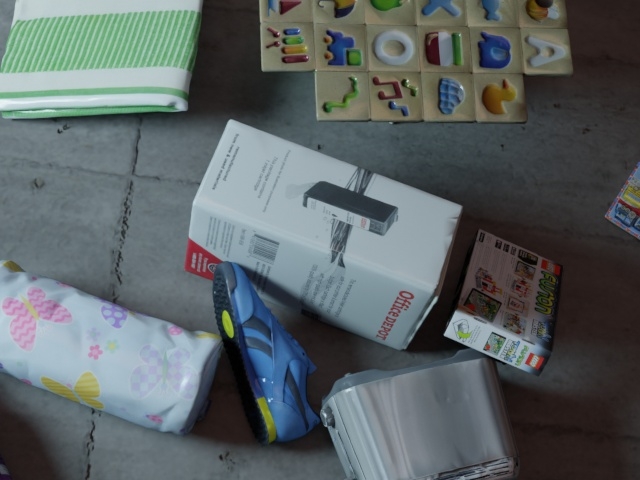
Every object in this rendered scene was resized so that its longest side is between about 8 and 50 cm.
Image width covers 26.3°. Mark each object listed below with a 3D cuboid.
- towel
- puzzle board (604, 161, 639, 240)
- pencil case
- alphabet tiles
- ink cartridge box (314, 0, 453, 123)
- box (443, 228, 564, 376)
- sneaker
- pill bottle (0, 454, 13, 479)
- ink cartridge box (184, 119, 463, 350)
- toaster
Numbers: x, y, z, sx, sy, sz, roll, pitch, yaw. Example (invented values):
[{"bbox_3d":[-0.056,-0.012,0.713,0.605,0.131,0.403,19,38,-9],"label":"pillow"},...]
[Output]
[{"bbox_3d":[-0.254,-0.294,1.646,0.248,0.038,0.324,-1,64,13],"label":"towel"},{"bbox_3d":[0.427,-0.030,1.688,0.128,0.011,0.096,33,67,6],"label":"puzzle board"},{"bbox_3d":[-0.242,0.113,1.470,0.273,0.113,0.124,19,58,-1],"label":"pencil case"},{"bbox_3d":[0.104,-0.259,1.499,0.343,0.011,0.285,0,69,-7],"label":"alphabet tiles"},{"bbox_3d":[0.066,-0.259,1.616,0.160,0.219,0.092,34,66,7],"label":"ink cartridge box"},{"bbox_3d":[0.210,0.066,1.537,0.114,0.036,0.207,24,29,2],"label":"box"},{"bbox_3d":[-0.058,0.117,1.502,0.082,0.069,0.209,-18,91,-20],"label":"sneaker"},{"bbox_3d":[-0.395,0.212,1.407,0.108,0.108,0.193,-25,73,-18],"label":"pill bottle"},{"bbox_3d":[0.000,0.000,1.508,0.273,0.197,0.114,21,66,1],"label":"ink cartridge box"},{"bbox_3d":[0.119,0.207,1.479,0.227,0.129,0.146,-10,73,-17],"label":"toaster"}]
